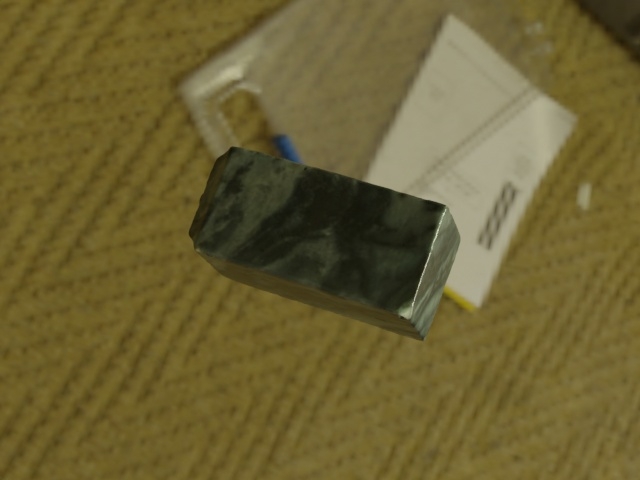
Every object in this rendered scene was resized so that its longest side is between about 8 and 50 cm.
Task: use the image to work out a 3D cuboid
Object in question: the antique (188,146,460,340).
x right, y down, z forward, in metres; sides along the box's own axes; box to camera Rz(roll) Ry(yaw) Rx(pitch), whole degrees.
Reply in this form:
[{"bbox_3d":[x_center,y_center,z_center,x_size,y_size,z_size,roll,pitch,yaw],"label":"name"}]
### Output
[{"bbox_3d":[0.000,0.000,1.207,0.086,0.183,0.088,53,56,-70],"label":"antique"}]
